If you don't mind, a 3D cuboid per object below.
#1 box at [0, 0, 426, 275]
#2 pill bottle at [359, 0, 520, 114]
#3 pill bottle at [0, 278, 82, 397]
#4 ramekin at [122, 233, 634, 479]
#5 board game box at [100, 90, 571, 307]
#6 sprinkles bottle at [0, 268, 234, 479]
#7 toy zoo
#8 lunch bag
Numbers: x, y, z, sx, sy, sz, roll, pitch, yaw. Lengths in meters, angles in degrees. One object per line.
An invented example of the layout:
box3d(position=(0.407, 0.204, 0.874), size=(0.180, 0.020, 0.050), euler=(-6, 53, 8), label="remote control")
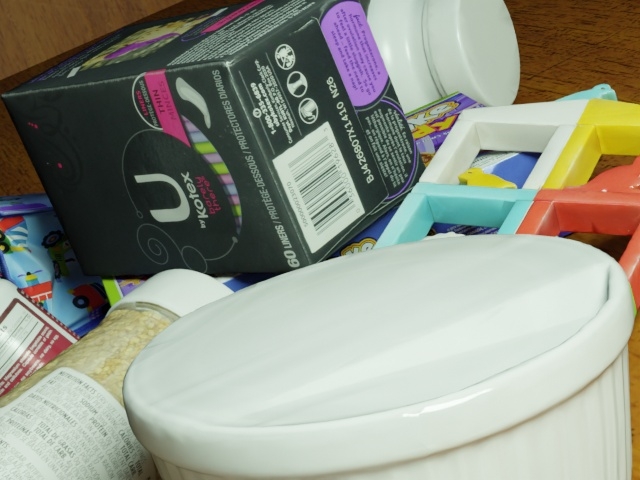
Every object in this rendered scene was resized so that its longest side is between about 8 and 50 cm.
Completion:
box3d(position=(-0.083, -0.076, 1.286), size=(0.270, 0.165, 0.143), euler=(-3, 26, 47), label="box")
box3d(position=(0.040, -0.162, 1.672), size=(0.278, 0.162, 0.162), euler=(-12, 20, 30), label="pill bottle")
box3d(position=(-0.221, 0.083, 1.235), size=(0.086, 0.152, 0.086), euler=(-48, 9, 10), label="pill bottle")
box3d(position=(0.039, 0.099, 0.910), size=(0.273, 0.127, 0.273), euler=(-13, 15, 3), label="ramekin")
box3d(position=(0.000, 0.000, 1.374), size=(0.347, 0.078, 0.233), euler=(-24, 18, -7), label="board game box")
box3d(position=(-0.174, 0.149, 1.062), size=(0.121, 0.121, 0.355), euler=(-5, 24, 41), label="sprinkles bottle")
box3d(position=(0.148, -0.019, 1.177), size=(0.192, 0.030, 0.293), euler=(4, 41, 31), label="toy zoo")
box3d(position=(-0.214, -0.001, 1.583), size=(0.293, 0.138, 0.221), euler=(-22, 12, -35), label="lunch bag")
